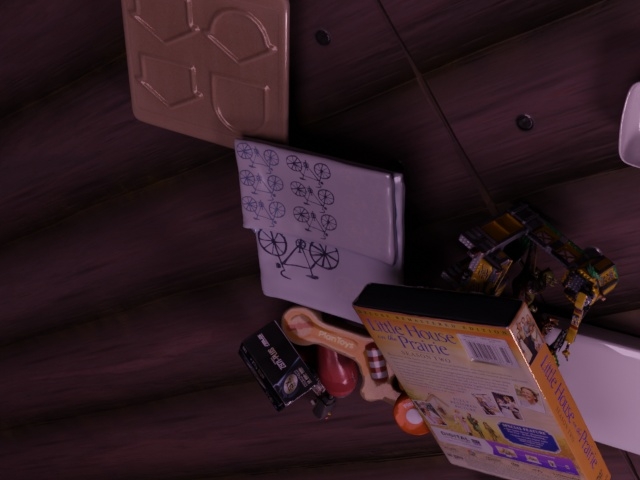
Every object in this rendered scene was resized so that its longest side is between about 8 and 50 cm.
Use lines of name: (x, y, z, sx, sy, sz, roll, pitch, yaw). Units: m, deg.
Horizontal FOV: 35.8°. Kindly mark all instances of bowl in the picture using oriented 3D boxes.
bowl: (0.496, -0.164, 1.386, 0.142, 0.053, 0.142, 15, 130, 22)

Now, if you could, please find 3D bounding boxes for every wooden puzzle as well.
wooden puzzle: (-0.187, -0.314, 1.692, 0.322, 0.080, 0.347, 18, 135, 20)

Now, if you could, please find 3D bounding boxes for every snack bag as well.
snack bag: (0.000, 0.000, 1.715, 0.323, 0.037, 0.342, 16, 127, 28)

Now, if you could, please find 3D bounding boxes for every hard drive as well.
hard drive: (0.535, 0.266, 1.689, 0.353, 0.047, 0.233, 14, 129, 22)

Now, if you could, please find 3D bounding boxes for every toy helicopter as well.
toy helicopter: (0.098, 0.187, 1.837, 0.355, 0.140, 0.235, 20, 115, 9)

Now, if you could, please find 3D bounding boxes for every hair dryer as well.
hair dryer: (-0.028, 0.240, 2.000, 0.224, 0.080, 0.293, 36, 134, 4)

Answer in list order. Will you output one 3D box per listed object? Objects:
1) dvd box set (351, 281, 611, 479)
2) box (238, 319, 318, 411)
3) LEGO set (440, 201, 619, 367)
dvd box set: (0.262, 0.245, 1.606, 0.308, 0.062, 0.420, 4, 136, 45)
box: (-0.085, 0.245, 1.915, 0.147, 0.078, 0.180, 55, 167, 6)
LEGO set: (0.293, 0.112, 1.584, 0.255, 0.192, 0.331, 50, 139, 18)
